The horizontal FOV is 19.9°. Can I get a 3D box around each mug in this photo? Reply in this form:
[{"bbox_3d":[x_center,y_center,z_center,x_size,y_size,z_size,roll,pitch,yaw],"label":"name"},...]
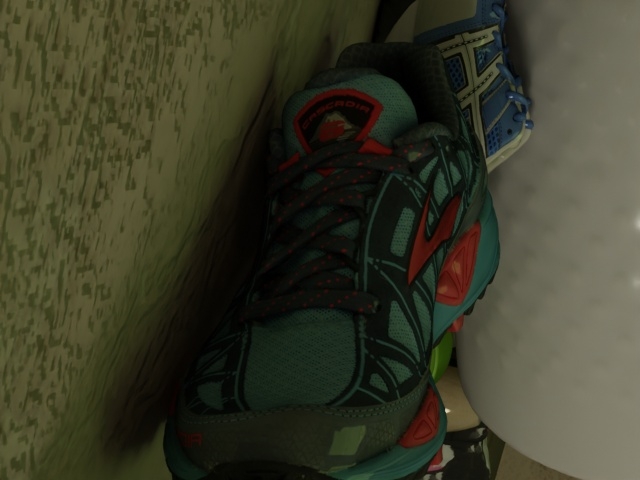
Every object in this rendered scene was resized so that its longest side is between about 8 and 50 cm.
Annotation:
[{"bbox_3d":[0.202,-0.052,0.937,0.374,0.276,0.328,-93,177,-63],"label":"mug"}]

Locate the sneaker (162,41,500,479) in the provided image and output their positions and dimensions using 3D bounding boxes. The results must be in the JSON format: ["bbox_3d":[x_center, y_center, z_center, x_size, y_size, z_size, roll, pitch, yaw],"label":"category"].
[{"bbox_3d":[0.000,0.000,0.687,0.262,0.104,0.125,-63,149,-61],"label":"sneaker"}]

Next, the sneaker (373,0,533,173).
[{"bbox_3d":[0.067,-0.081,0.878,0.080,0.081,0.211,-29,133,-73],"label":"sneaker"}]

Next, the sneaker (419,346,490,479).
[{"bbox_3d":[0.121,0.157,1.583,0.178,0.072,0.077,102,-1,-55],"label":"sneaker"}]

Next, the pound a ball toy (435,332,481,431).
[{"bbox_3d":[0.145,-0.030,1.220,0.208,0.136,0.319,-27,132,-76],"label":"pound a ball toy"}]

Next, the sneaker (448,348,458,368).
[{"bbox_3d":[0.091,0.107,1.343,0.158,0.065,0.061,-1,107,-79],"label":"sneaker"}]

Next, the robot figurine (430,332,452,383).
[{"bbox_3d":[0.031,0.054,0.934,0.115,0.067,0.101,-16,112,-77],"label":"robot figurine"}]
